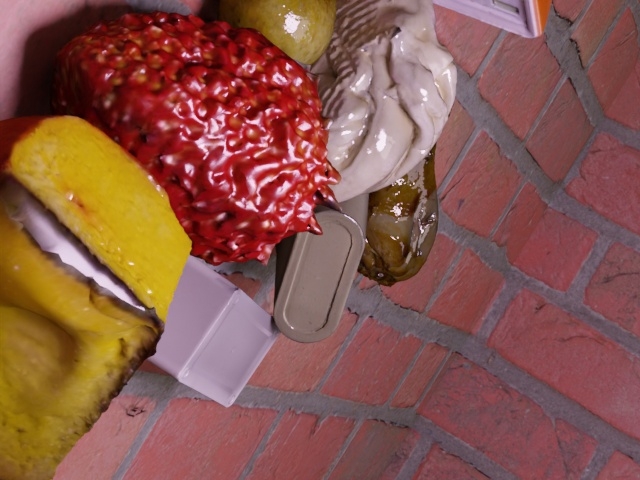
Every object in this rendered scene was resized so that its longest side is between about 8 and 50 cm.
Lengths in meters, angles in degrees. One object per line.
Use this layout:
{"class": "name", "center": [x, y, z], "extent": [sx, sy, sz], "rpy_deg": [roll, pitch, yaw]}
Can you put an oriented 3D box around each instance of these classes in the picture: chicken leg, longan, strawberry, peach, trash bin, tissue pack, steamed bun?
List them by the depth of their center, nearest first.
{"class": "peach", "center": [-0.300, 0.035, 1.338], "extent": [0.380, 0.306, 0.242], "rpy_deg": [-55, -159, 38]}
{"class": "strawberry", "center": [-0.162, -0.117, 1.490], "extent": [0.344, 0.292, 0.292], "rpy_deg": [17, 108, -30]}
{"class": "longan", "center": [-0.048, -0.285, 1.624], "extent": [0.154, 0.145, 0.176], "rpy_deg": [-104, -146, -66]}
{"class": "steamed bun", "center": [0.059, -0.194, 1.804], "extent": [0.320, 0.275, 0.206], "rpy_deg": [-48, 133, 8]}
{"class": "tissue pack", "center": [-0.175, 0.127, 1.933], "extent": [0.159, 0.136, 0.246], "rpy_deg": [-55, 160, -7]}
{"class": "trash bin", "center": [0.000, 0.000, 2.025], "extent": [0.247, 0.121, 0.243], "rpy_deg": [-84, -169, -61]}
{"class": "chicken leg", "center": [0.152, -0.105, 2.375], "extent": [0.201, 0.153, 0.429], "rpy_deg": [-46, 152, -62]}

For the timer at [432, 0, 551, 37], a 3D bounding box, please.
{"class": "timer", "center": [0.204, -0.409, 1.874], "extent": [0.161, 0.257, 0.250], "rpy_deg": [-57, 159, -25]}
